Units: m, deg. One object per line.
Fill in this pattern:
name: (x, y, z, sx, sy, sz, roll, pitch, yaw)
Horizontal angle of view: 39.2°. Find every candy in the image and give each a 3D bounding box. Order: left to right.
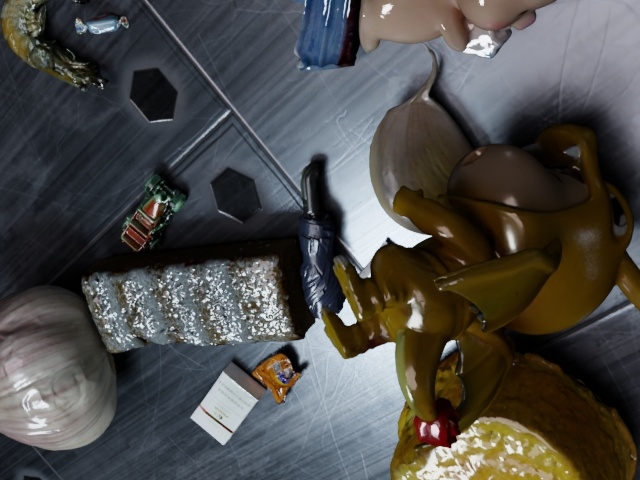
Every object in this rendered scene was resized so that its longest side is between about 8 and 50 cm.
candy: (-0.341, -0.338, 1.395, 0.083, 0.020, 0.030, -8, 122, 4)

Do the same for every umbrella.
umbrella: (-0.008, 0.002, 1.392, 0.071, 0.071, 0.248, -1, 111, 28)

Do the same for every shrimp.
shrimp: (-0.420, -0.330, 1.441, 0.217, 0.051, 0.150, 33, 118, 8)

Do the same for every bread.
bread: (-0.211, 0.096, 1.513, 0.416, 0.113, 0.165, -7, 114, 29)
bread: (0.266, 0.337, 1.337, 0.337, 0.204, 0.358, 43, 128, 7)

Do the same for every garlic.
garlic: (-0.513, 0.228, 1.634, 0.317, 0.259, 0.317, 49, 161, 24)
garlic: (0.131, -0.119, 1.237, 0.128, 0.148, 0.266, 18, 137, 62)

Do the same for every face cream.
face cream: (0.082, 0.048, 1.390, 0.038, 0.020, 0.115, 41, 125, 4)

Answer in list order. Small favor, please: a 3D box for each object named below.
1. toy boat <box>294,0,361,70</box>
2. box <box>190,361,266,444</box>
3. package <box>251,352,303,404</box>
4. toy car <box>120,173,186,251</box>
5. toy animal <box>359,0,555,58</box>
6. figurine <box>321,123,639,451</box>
toy boat: (-0.004, -0.339, 1.150, 0.142, 0.129, 0.309, 16, 140, 6)
box: (-0.170, 0.300, 1.643, 0.084, 0.040, 0.154, 37, 127, 2)
package: (-0.074, 0.239, 1.564, 0.077, 0.033, 0.111, 39, 132, -8)
toy car: (-0.285, -0.043, 1.513, 0.073, 0.054, 0.143, 41, 127, 2)
toy animal: (0.173, -0.318, 1.048, 0.256, 0.195, 0.213, 9, 127, 20)
figurine: (0.206, 0.060, 1.119, 0.268, 0.387, 0.401, 51, 156, 40)
